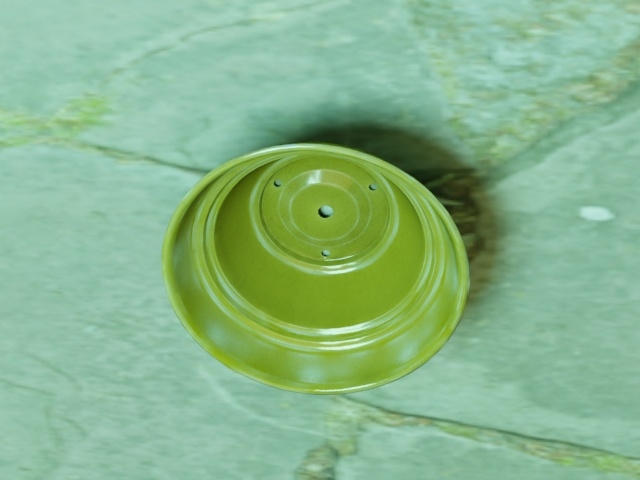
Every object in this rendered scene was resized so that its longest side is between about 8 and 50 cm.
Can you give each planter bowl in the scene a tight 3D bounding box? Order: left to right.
[{"bbox_3d":[0.000,0.000,1.247,0.217,0.090,0.217,3,126,4],"label":"planter bowl"}]
